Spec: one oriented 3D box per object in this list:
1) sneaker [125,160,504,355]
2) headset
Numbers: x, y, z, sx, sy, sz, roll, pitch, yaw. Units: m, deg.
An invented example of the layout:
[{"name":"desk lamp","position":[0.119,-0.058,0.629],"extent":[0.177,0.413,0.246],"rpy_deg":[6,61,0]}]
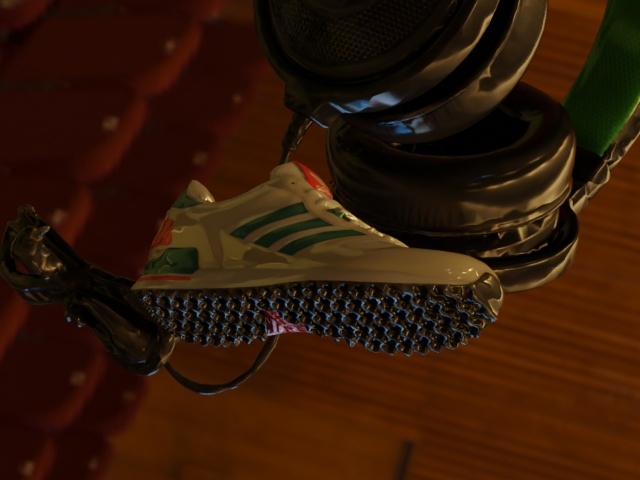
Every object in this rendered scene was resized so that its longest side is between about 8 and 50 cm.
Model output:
[{"name":"sneaker","position":[0.000,0.000,0.771],"extent":[0.057,0.161,0.075],"rpy_deg":[48,49,-47]},{"name":"headset","position":[0.030,-0.079,0.950],"extent":[0.394,0.185,0.243],"rpy_deg":[-44,137,-24]}]
